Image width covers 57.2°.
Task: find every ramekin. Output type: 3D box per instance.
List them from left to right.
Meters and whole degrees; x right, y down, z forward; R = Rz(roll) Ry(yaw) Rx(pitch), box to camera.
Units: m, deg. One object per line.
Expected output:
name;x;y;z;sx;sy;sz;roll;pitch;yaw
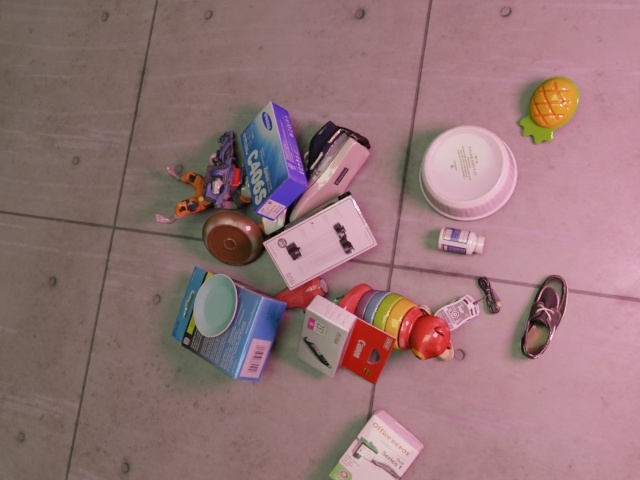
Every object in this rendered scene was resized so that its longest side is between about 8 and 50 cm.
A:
ramekin;0.400;-0.194;1.624;0.272;0.127;0.273;-3;81;19

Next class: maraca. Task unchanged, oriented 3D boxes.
maraca;0.619;-0.352;1.591;0.127;0.099;0.186;43;122;29

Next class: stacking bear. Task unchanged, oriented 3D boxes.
stacking bear;0.210;0.230;1.580;0.288;0.175;0.164;17;58;35

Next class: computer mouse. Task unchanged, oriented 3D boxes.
computer mouse;0.393;0.186;1.610;0.192;0.042;0.106;-28;79;0

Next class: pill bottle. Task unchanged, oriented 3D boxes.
pill bottle;0.392;0.004;1.631;0.120;0.067;0.067;11;86;20

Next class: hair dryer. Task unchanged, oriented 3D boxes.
hair dryer;-0.029;0.218;1.739;0.293;0.080;0.224;22;91;22

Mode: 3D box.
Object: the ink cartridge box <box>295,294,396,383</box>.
ink cartridge box;0.060;0.294;1.598;0.238;0.275;0.060;28;52;13

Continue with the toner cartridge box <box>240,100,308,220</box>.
toner cartridge box;-0.145;-0.242;1.749;0.165;0.075;0.348;-42;44;28

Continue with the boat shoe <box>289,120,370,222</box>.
boat shoe;-0.002;-0.201;1.783;0.341;0.127;0.158;-50;52;8

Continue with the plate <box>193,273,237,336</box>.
plate;-0.305;0.193;1.734;0.188;0.024;0.188;-13;68;35

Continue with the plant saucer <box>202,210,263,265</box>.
plant saucer;-0.276;0.004;1.815;0.198;0.036;0.199;5;123;8

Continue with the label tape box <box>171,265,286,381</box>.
label tape box;-0.289;0.246;1.795;0.347;0.115;0.249;18;89;43

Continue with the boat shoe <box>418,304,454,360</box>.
boat shoe;0.309;0.256;1.627;0.063;0.059;0.170;-34;73;12

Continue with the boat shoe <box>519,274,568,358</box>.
boat shoe;0.587;0.199;1.532;0.084;0.079;0.233;22;88;22

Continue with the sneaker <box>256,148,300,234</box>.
sneaker;-0.140;-0.159;1.815;0.123;0.106;0.290;10;87;17

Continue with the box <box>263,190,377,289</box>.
box;0.000;0.000;1.703;0.289;0.087;0.169;-29;101;6

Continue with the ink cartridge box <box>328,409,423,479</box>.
ink cartridge box;0.154;0.603;1.614;0.160;0.092;0.219;36;95;19

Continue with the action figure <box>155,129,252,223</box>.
action figure;-0.337;-0.185;1.888;0.329;0.179;0.342;-3;49;16
